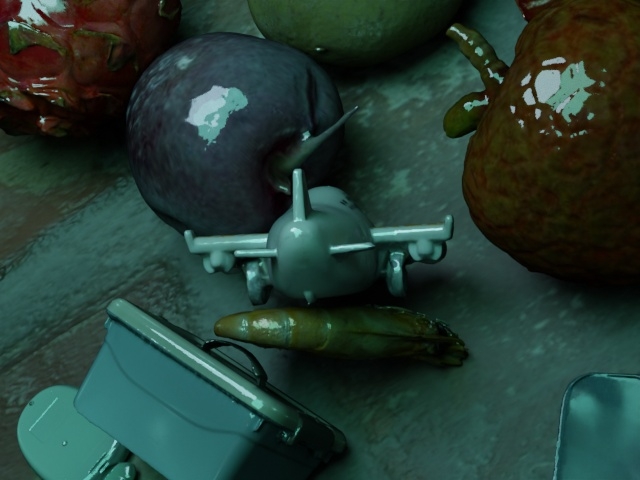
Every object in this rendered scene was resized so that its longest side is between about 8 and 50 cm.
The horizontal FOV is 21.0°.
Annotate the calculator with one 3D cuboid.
[{"bbox_3d":[-0.234,0.197,1.669,0.153,0.021,0.095,35,80,36],"label":"calculator"}]

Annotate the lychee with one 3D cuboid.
[{"bbox_3d":[0.231,-0.094,1.513,0.300,0.255,0.255,26,73,4],"label":"lychee"}]

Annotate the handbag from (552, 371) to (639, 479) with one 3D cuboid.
[{"bbox_3d":[0.281,0.222,1.433,0.179,0.062,0.229,0,63,18],"label":"handbag"}]

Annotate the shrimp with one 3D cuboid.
[{"bbox_3d":[0.018,0.088,1.577,0.236,0.133,0.053,3,77,-11],"label":"shrimp"}]

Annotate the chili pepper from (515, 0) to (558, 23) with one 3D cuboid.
[{"bbox_3d":[0.333,-0.315,1.654,0.338,0.134,0.131,-28,85,10],"label":"chili pepper"}]

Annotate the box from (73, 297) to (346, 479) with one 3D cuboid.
[{"bbox_3d":[-0.102,0.153,1.564,0.227,0.162,0.130,29,87,32],"label":"box"}]

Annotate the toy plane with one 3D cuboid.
[{"bbox_3d":[0.000,0.000,1.557,0.244,0.244,0.117,-5,88,19],"label":"toy plane"}]

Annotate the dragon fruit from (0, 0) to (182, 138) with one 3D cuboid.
[{"bbox_3d":[-0.267,-0.220,1.790,0.252,0.241,0.241,-50,56,6],"label":"dragon fruit"}]

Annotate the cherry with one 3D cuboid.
[{"bbox_3d":[-0.087,-0.103,1.680,0.213,0.183,0.266,-41,40,-14],"label":"cherry"}]

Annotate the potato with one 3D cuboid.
[{"bbox_3d":[0.042,-0.266,1.737,0.235,0.160,0.178,-22,95,-7],"label":"potato"}]
